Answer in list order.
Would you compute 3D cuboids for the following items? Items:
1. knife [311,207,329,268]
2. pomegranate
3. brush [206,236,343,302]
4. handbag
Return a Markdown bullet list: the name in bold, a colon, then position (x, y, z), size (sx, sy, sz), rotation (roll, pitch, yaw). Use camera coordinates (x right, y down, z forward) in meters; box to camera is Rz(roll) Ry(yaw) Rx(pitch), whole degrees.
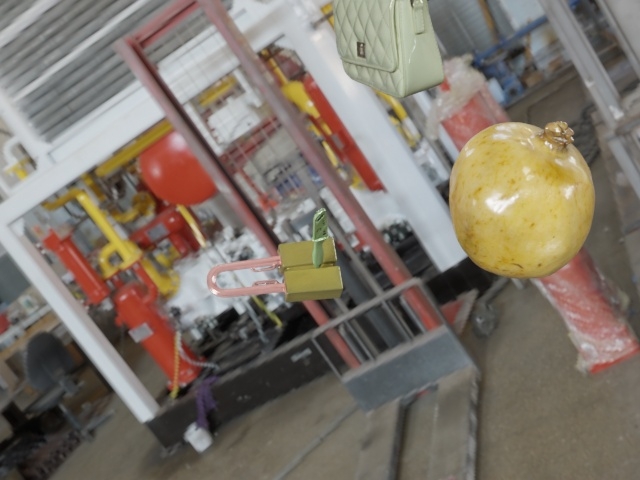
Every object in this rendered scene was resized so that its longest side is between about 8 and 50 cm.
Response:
- **knife**: position (0.000, 0.000, 1.369), size (0.030, 0.014, 0.207), rotation (-26, -23, -12)
- **pomegranate**: position (0.237, -0.054, 0.979), size (0.196, 0.196, 0.196), rotation (-33, 12, 8)
- **brush**: position (-0.083, 0.059, 1.482), size (0.234, 0.103, 0.047), rotation (-6, -21, -10)
- **handbag**: position (0.077, -0.319, 1.157), size (0.079, 0.219, 0.256), rotation (-20, 23, -13)
